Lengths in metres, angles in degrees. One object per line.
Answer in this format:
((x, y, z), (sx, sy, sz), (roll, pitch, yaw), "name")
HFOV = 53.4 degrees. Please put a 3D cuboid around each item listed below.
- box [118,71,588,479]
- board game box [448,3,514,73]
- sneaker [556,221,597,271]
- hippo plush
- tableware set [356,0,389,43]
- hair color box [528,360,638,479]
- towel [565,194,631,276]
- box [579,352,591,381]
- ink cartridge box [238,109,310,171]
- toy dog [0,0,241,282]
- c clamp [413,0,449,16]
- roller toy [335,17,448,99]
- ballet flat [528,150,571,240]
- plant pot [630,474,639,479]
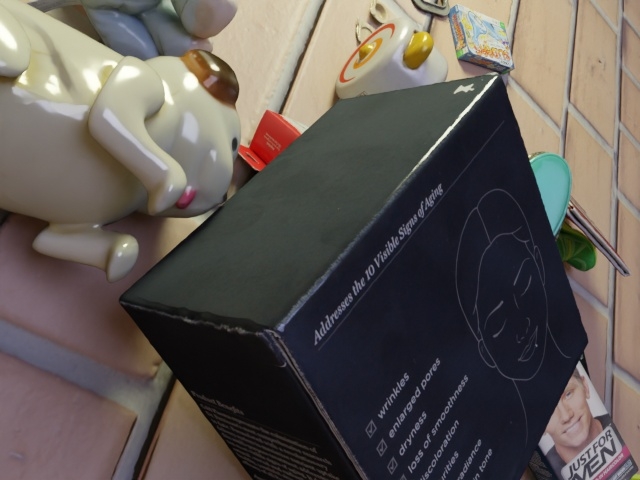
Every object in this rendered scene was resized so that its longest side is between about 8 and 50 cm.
((0.092, 0.111, 0.859), (0.480, 0.297, 0.472), (-47, 124, -33), "box")
((0.411, -0.510, 1.621), (0.201, 0.035, 0.136), (0, 75, -41), "board game box")
((0.565, 0.011, 1.550), (0.295, 0.109, 0.124), (30, 84, -34), "sneaker")
((-0.257, -0.390, 0.931), (0.294, 0.234, 0.237), (1, 47, 2), "hippo plush")
((0.145, -0.441, 1.379), (0.168, 0.020, 0.141), (33, 56, -28), "tableware set")
((0.483, 0.371, 1.296), (0.173, 0.105, 0.347), (-35, 99, -16), "hair color box")
((0.609, -0.065, 1.525), (0.237, 0.037, 0.329), (41, 22, -17), "towel")
((0.555, 0.342, 1.450), (0.190, 0.045, 0.184), (1, 73, -40), "box")
((-0.023, -0.140, 1.047), (0.231, 0.134, 0.078), (15, 110, -37), "ink cartridge box")
((-0.288, -0.130, 0.769), (0.407, 0.285, 0.395), (5, 36, -38), "toy dog")
((0.255, -0.610, 1.530), (0.160, 0.022, 0.137), (6, 71, -39), "c clamp")
((0.129, -0.314, 1.203), (0.146, 0.191, 0.209), (38, 14, -23), "roller toy")
((0.377, 0.040, 1.309), (0.164, 0.182, 0.483), (24, 68, -4), "ballet flat")
((0.629, 0.630, 1.302), (0.228, 0.227, 0.207), (-28, 101, -43), "plant pot")
